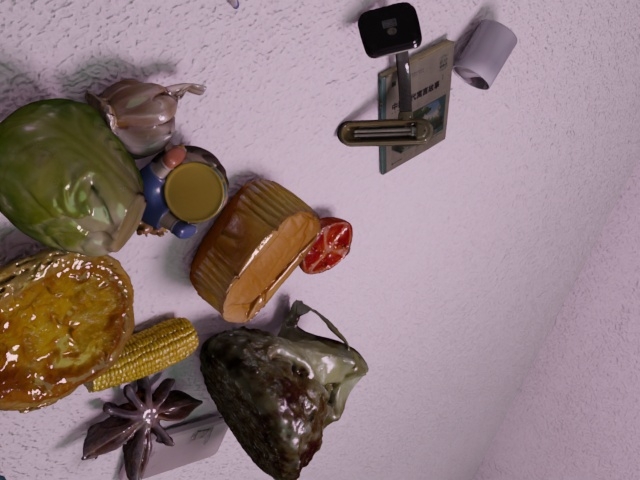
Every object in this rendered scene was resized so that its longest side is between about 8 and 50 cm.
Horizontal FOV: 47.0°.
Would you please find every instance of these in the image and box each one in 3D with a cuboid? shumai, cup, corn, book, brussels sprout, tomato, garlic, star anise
[{"bbox_3d":[-0.058,0.332,1.702,0.348,0.395,0.395,-27,139,-26],"label":"shumai"},{"bbox_3d":[0.370,-0.428,1.705,0.099,0.136,0.133,31,89,-25],"label":"cup"},{"bbox_3d":[-0.364,0.232,1.497,0.244,0.093,0.093,-22,136,-34],"label":"corn"},{"bbox_3d":[0.218,-0.303,1.704,0.215,0.025,0.282,-32,142,-21],"label":"book"},{"bbox_3d":[-0.368,-0.088,1.066,0.244,0.244,0.244,-29,140,-28],"label":"brussels sprout"},{"bbox_3d":[0.000,0.000,1.703,0.155,0.069,0.155,-29,143,-25],"label":"tomato"},{"bbox_3d":[-0.272,-0.206,1.186,0.194,0.131,0.127,-33,124,-34],"label":"garlic"},{"bbox_3d":[-0.396,0.396,1.600,0.257,0.111,0.198,-52,123,-25],"label":"star anise"}]

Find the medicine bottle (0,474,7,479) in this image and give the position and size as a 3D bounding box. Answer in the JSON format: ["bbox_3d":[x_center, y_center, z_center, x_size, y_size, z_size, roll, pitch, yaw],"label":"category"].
[{"bbox_3d":[-0.689,0.565,1.460,0.124,0.079,0.258,-13,132,-45],"label":"medicine bottle"}]

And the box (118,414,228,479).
[{"bbox_3d":[-0.352,0.510,1.810,0.285,0.044,0.142,-5,127,-46],"label":"box"}]

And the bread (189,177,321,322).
[{"bbox_3d":[-0.145,0.017,1.495,0.288,0.156,0.204,-56,153,4],"label":"bread"}]

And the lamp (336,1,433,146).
[{"bbox_3d":[0.115,-0.327,1.507,0.203,0.124,0.283,-11,136,4],"label":"lamp"}]

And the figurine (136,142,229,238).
[{"bbox_3d":[-0.228,-0.089,1.261,0.158,0.275,0.161,-2,103,0],"label":"figurine"}]

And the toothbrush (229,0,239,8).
[{"bbox_3d":[-0.194,-0.446,1.125,0.027,0.021,0.269,-44,145,1],"label":"toothbrush"}]

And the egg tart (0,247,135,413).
[{"bbox_3d":[-0.476,0.136,1.259,0.341,0.129,0.341,-28,138,-28],"label":"egg tart"}]
